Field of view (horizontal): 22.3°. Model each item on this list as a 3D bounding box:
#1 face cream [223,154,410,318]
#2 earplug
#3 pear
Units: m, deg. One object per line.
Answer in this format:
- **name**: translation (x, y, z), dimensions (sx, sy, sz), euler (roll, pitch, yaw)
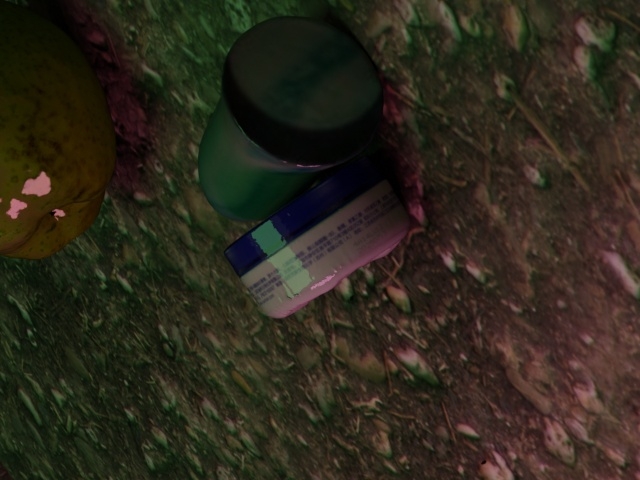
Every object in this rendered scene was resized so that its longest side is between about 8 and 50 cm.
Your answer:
- **face cream**: translation (0.000, 0.000, 1.874), dimensions (0.111, 0.206, 0.206), euler (57, 148, 2)
- **earplug**: translation (-0.062, -0.108, 1.923), dimensions (0.185, 0.185, 0.324), euler (54, 154, 8)
- **pear**: translation (-0.459, -0.145, 2.266), dimensions (0.391, 0.391, 0.391), euler (34, 140, 35)
